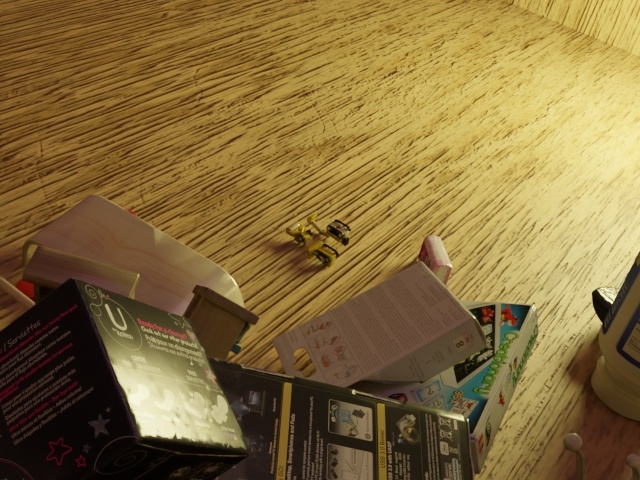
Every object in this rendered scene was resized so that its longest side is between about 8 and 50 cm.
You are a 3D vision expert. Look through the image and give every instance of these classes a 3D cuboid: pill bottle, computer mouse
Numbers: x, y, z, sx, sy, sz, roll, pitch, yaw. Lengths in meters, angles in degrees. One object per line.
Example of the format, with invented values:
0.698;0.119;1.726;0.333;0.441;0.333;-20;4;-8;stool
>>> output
0.471;0.110;1.205;0.152;0.272;0.152;10;34;-7;pill bottle
0.538;0.144;1.385;0.262;0.060;0.184;3;29;-39;computer mouse

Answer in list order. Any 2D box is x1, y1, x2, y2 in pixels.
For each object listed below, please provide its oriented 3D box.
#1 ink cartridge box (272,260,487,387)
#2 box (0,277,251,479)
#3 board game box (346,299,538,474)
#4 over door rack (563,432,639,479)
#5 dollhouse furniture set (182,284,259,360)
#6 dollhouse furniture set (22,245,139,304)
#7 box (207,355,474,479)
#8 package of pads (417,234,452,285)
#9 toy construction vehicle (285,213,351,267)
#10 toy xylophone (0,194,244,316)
0.069;0.129;1.132;0.232;0.066;0.189;-32;25;-1;ink cartridge box
-0.211;0.164;0.697;0.142;0.247;0.163;61;13;26;box
0.146;0.167;1.122;0.193;0.053;0.305;2;26;26;board game box
0.282;0.313;0.935;0.324;0.108;0.239;1;22;-22;over door rack
-0.087;0.152;1.011;0.183;0.129;0.129;30;-7;-12;dollhouse furniture set
-0.272;0.155;0.882;0.212;0.161;0.242;16;48;-1;dollhouse furniture set
-0.015;0.303;0.783;0.318;0.097;0.395;15;43;-11;box
0.179;0.035;1.399;0.032;0.050;0.083;7;35;-14;package of pads
0.000;0.000;1.398;0.098;0.035;0.086;30;46;25;toy construction vehicle
-0.264;0.060;1.143;0.322;0.081;0.236;36;51;25;toy xylophone
